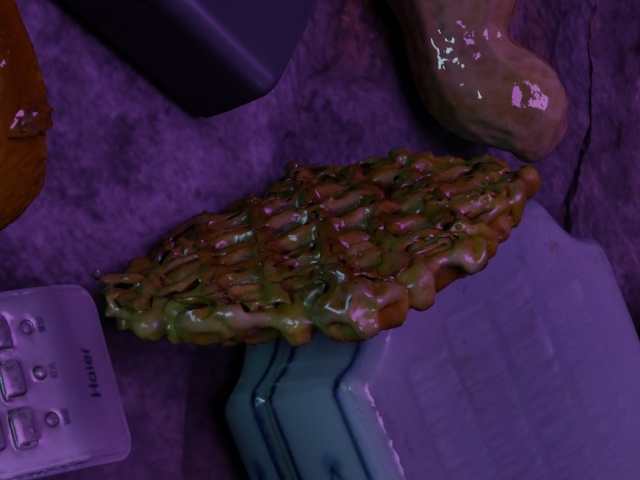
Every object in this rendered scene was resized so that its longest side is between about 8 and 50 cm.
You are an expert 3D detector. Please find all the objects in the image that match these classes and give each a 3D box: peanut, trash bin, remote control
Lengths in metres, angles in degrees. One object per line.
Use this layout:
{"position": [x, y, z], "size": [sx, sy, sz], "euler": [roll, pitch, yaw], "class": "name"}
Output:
{"position": [0.111, -0.161, 1.227], "size": [0.098, 0.103, 0.229], "euler": [-24, 91, -31], "class": "peanut"}
{"position": [-0.107, -0.215, 1.056], "size": [0.236, 0.101, 0.177], "euler": [43, 51, -27], "class": "trash bin"}
{"position": [-0.249, 0.096, 0.871], "size": [0.313, 0.055, 0.109], "euler": [-7, 76, -38], "class": "remote control"}

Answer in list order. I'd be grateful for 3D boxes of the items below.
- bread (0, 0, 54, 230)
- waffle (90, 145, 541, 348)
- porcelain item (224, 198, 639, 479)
{"position": [-0.241, -0.100, 0.870], "size": [0.160, 0.147, 0.261], "euler": [-31, 99, -40], "class": "bread"}
{"position": [0.001, 0.002, 0.986], "size": [0.245, 0.254, 0.052], "euler": [-37, 117, -47], "class": "waffle"}
{"position": [0.092, 0.133, 1.086], "size": [0.281, 0.157, 0.286], "euler": [-27, 97, -41], "class": "porcelain item"}
